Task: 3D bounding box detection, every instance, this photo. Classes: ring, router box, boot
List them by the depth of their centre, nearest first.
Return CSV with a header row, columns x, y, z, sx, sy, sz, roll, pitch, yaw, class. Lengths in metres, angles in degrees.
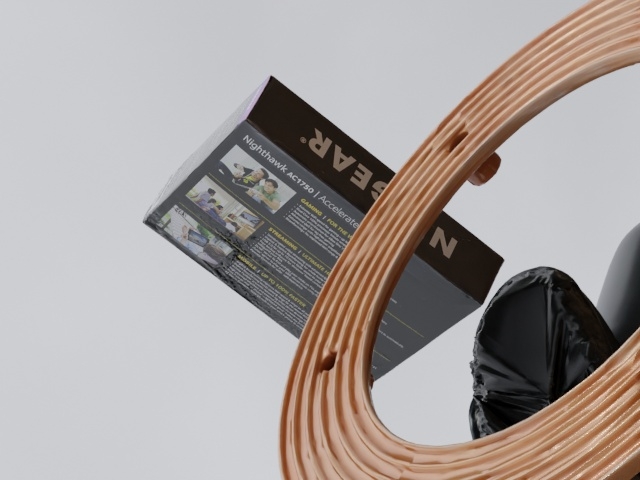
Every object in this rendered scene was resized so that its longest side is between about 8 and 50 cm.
x,y,z,sx,sy,sz,roll,pitch,yaw,class
0.107,0.007,0.796,0.032,0.336,0.336,40,-141,-24,ring
0.169,0.059,1.008,0.207,0.094,0.246,43,-129,-50,boot
0.000,0.000,1.053,0.179,0.133,0.046,38,-131,-11,router box
